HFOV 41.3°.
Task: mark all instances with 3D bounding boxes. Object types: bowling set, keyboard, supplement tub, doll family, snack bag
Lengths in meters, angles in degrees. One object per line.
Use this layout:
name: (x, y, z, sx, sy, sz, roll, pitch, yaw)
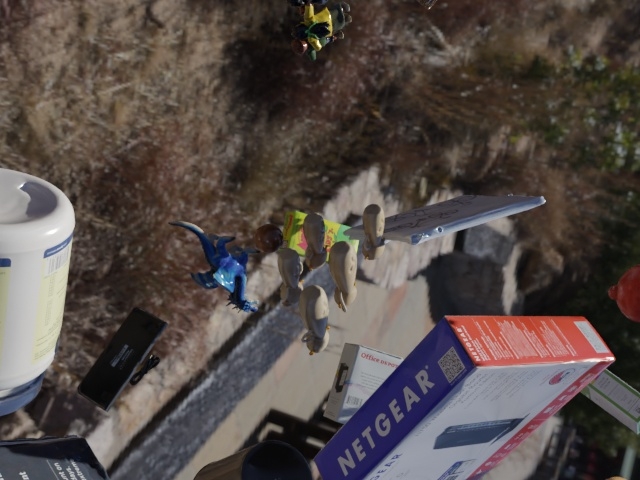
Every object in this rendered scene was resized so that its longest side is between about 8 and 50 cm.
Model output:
bowling set: (-0.015, 0.041, 1.546, 0.287, 0.200, 0.154, -50, 151, -32)
keyboard: (-0.330, 0.209, 1.467, 0.180, 0.108, 0.023, -57, 149, -15)
supplement tub: (-0.503, 0.077, 1.270, 0.235, 0.236, 0.324, -35, 144, -59)
doll family: (-0.013, -0.372, 1.342, 0.111, 0.076, 0.193, -29, 124, -24)
snack bag: (0.255, -0.043, 1.763, 0.323, 0.342, 0.037, -16, 98, -20)

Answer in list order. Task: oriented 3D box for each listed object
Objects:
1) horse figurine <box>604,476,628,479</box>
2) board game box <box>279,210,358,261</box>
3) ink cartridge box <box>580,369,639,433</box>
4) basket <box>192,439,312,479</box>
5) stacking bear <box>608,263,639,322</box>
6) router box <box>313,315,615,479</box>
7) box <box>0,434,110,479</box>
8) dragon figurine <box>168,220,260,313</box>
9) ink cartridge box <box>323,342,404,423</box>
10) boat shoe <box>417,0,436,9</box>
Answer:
horse figurine: (0.395, 0.405, 1.234, 0.263, 0.066, 0.174, -7, 137, -34)
board game box: (0.000, 0.000, 1.925, 0.181, 0.043, 0.092, 15, 82, -32)
ink cartridge box: (0.655, 0.344, 1.945, 0.062, 0.209, 0.109, -48, 149, -7)
basket: (-0.116, 0.437, 1.436, 0.227, 0.154, 0.204, -50, -132, 49)
stacking bear: (0.655, 0.147, 1.517, 0.175, 0.289, 0.164, -41, 138, -7)
router box: (0.199, 0.241, 1.201, 0.301, 0.082, 0.335, 4, 135, -39)
box: (-0.454, 0.457, 0.777, 0.472, 0.297, 0.479, 12, 117, -51)
dragon figurine: (-0.219, 0.063, 1.831, 0.289, 0.085, 0.144, 33, 71, -50)
ink cartridge box: (0.098, 0.329, 1.899, 0.072, 0.128, 0.175, -1, -109, 66)
boat shoe: (0.206, -0.397, 1.226, 0.066, 0.183, 0.066, 54, 50, -12)
